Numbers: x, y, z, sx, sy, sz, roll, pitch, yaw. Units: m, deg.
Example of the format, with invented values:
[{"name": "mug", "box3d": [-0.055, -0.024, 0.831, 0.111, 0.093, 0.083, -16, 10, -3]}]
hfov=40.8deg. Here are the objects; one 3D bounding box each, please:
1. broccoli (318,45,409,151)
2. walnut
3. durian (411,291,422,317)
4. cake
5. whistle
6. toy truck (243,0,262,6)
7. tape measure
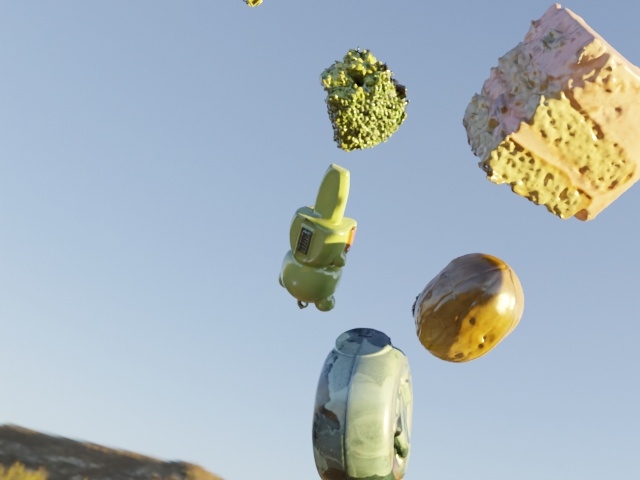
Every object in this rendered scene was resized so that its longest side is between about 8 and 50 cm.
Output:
[{"name": "broccoli", "box3d": [0.062, -0.332, 2.093, 0.273, 0.180, 0.243, 26, -41, 28]}, {"name": "walnut", "box3d": [0.248, 0.117, 1.456, 0.167, 0.167, 0.207, 29, -65, -27]}, {"name": "durian", "box3d": [0.215, 0.138, 1.654, 0.080, 0.091, 0.080, -24, -15, -7]}, {"name": "cake", "box3d": [0.472, -0.241, 1.658, 0.293, 0.314, 0.307, 29, -64, -21]}, {"name": "whistle", "box3d": [0.000, 0.000, 1.558, 0.131, 0.289, 0.106, 30, 25, 31]}, {"name": "toy truck", "box3d": [-0.155, -0.528, 1.811, 0.083, 0.049, 0.054, 40, -10, 42]}, {"name": "tape measure", "box3d": [0.083, 0.293, 1.475, 0.147, 0.275, 0.256, 1, -38, 16]}]
